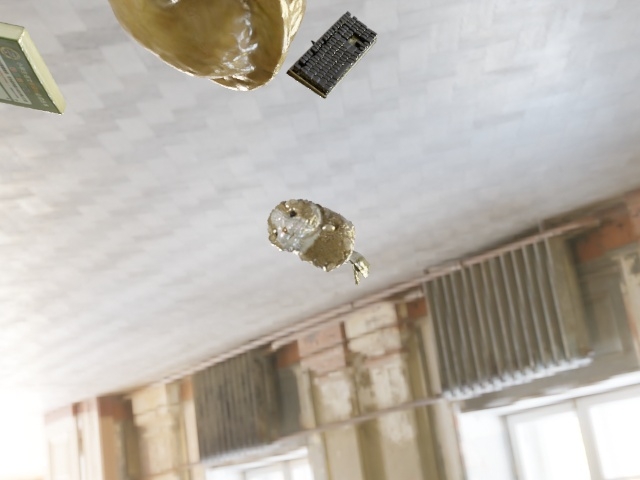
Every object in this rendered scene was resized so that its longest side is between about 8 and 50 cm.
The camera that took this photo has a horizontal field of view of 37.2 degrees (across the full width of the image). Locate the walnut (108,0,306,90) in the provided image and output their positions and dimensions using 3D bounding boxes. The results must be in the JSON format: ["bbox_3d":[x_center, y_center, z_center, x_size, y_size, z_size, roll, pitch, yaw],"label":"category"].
[{"bbox_3d":[-0.202,-0.475,1.732,0.383,0.384,0.383,-8,163,-2],"label":"walnut"}]

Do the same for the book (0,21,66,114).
[{"bbox_3d":[-0.508,-0.256,1.328,0.264,0.027,0.202,12,159,7],"label":"book"}]

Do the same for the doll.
[{"bbox_3d":[0.006,-0.004,1.727,0.221,0.115,0.105,25,107,-19],"label":"doll"}]

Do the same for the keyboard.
[{"bbox_3d":[0.029,-0.388,1.949,0.106,0.317,0.027,34,130,0],"label":"keyboard"}]
